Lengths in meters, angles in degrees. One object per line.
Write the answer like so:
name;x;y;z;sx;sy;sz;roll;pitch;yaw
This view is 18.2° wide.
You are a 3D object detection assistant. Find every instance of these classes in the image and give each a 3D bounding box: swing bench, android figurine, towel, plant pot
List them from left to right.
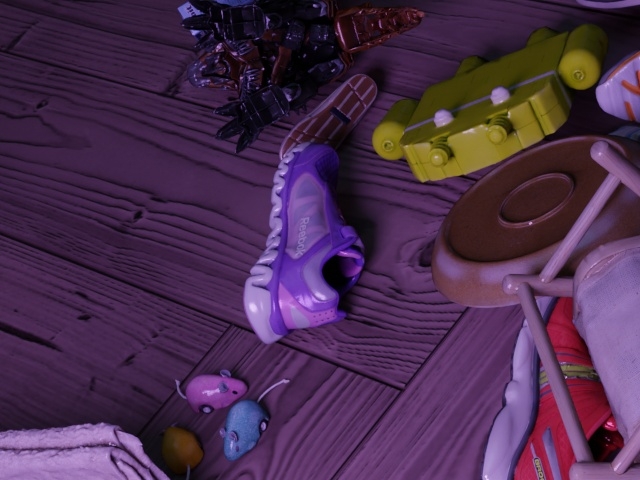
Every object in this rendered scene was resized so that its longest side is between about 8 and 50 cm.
towel;-0.251;0.235;1.847;0.282;0.187;0.049;-6;49;29
android figurine;0.169;-0.137;1.987;0.248;0.056;0.273;-20;17;24
plant pot;0.200;-0.027;1.806;0.236;0.032;0.236;-24;28;14
swing bench;0.314;0.086;1.600;0.165;0.254;0.253;-59;26;30

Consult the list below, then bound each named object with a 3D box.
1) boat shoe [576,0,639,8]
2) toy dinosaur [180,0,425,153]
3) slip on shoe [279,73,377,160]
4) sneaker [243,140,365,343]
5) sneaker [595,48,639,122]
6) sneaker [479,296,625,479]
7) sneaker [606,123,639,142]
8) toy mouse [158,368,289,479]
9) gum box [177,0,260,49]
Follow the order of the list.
boat shoe;0.351;-0.289;1.999;0.112;0.095;0.335;-24;16;-18
toy dinosaur;-0.033;-0.221;2.205;0.322;0.164;0.218;-38;-7;40
slip on shoe;0.007;-0.127;2.178;0.135;0.051;0.041;-49;4;-10
sneaker;0.000;0.000;2.011;0.104;0.095;0.236;-5;50;22
sneaker;0.358;-0.180;1.953;0.215;0.084;0.083;-25;30;-15
sneaker;0.221;0.142;1.712;0.118;0.107;0.279;8;54;17
sneaker;0.247;-0.048;1.914;0.190;0.071;0.083;-32;24;-4
toy mouse;-0.097;0.165;1.940;0.143;0.031;0.161;-30;38;4
gum box;-0.071;-0.293;2.339;0.184;0.041;0.157;-31;-3;2
